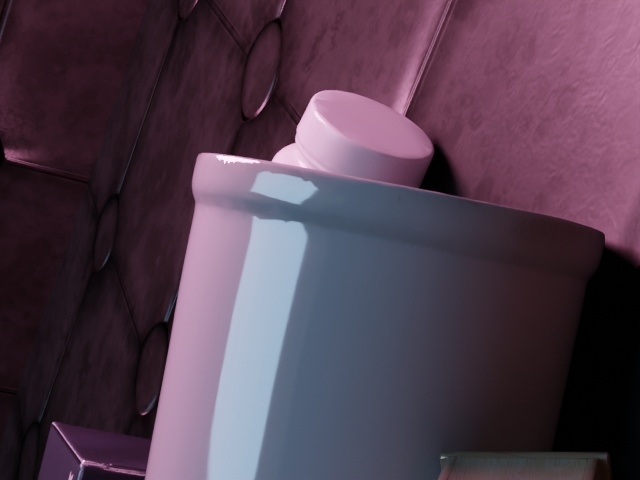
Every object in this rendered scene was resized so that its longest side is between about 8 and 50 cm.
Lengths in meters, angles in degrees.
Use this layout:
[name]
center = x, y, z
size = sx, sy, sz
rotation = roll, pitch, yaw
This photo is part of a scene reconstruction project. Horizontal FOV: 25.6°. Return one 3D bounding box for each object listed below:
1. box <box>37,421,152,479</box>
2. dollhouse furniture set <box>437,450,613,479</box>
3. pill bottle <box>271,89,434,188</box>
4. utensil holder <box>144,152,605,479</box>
[box]
center = -0.160, 0.367, 1.460
size = 0.183, 0.294, 0.296
rotation = 18, 93, 67
[dollhouse furniture set]
center = 0.158, 0.333, 0.927
size = 0.174, 0.303, 0.355
rotation = -52, -45, -61
[pill bottle]
center = 0.000, 0.000, 1.467
size = 0.283, 0.161, 0.161
rotation = -65, 25, 25
[utensil holder]
center = 0.027, 0.150, 1.119
size = 0.328, 0.328, 0.385
rotation = -171, 92, -67
